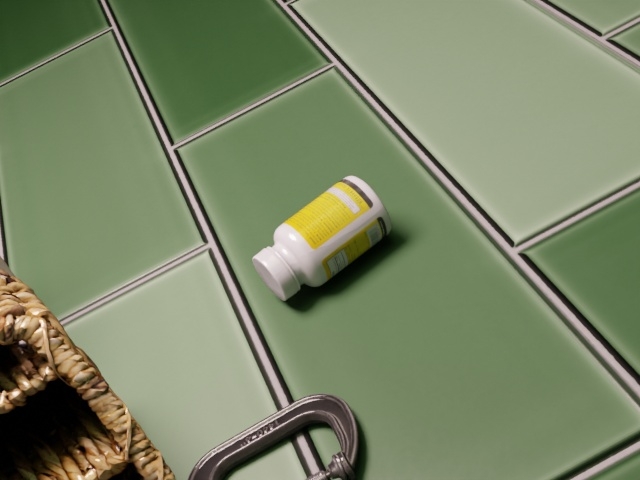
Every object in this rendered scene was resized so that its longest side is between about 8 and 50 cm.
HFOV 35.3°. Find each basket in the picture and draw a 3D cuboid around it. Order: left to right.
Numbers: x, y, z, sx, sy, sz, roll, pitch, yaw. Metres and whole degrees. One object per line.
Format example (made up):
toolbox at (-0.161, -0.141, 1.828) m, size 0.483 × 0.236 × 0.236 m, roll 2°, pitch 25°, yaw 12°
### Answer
basket at (-0.272, 0.181, 0.685) m, size 0.299 × 0.213 × 0.223 m, roll -36°, pitch 34°, yaw -12°

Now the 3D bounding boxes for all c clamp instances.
c clamp at (-0.035, 0.178, 0.722) m, size 0.160 × 0.022 × 0.137 m, roll -33°, pitch 31°, yaw -8°

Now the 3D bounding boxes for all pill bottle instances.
pill bottle at (0.000, 0.000, 0.881) m, size 0.116 × 0.065 × 0.065 m, roll -37°, pitch 37°, yaw -16°

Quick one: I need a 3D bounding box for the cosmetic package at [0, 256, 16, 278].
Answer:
cosmetic package at (-0.381, 0.031, 0.876) m, size 0.153 × 0.296 × 0.129 m, roll -15°, pitch 36°, yaw 12°
